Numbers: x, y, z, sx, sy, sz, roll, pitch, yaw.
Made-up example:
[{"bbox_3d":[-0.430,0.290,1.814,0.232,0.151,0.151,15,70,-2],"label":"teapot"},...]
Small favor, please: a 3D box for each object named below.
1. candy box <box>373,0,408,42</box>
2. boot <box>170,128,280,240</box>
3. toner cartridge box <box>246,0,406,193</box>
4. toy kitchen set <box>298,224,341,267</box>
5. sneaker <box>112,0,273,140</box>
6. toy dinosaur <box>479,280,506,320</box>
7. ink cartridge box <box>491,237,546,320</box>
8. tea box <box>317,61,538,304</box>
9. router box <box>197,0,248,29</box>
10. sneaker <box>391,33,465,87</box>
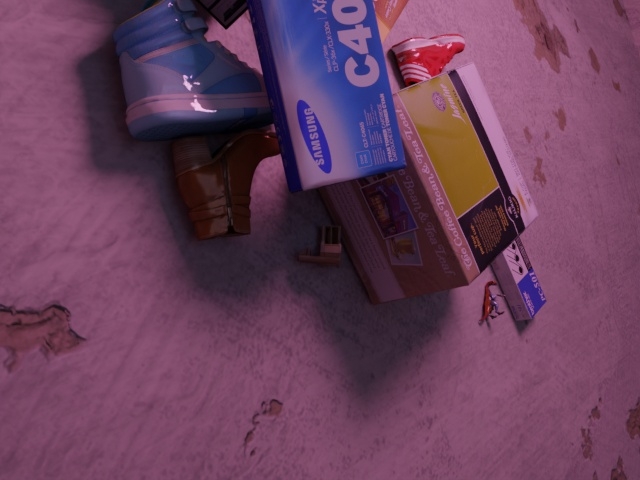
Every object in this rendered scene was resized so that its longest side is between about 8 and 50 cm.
[{"bbox_3d":[0.052,-0.457,1.143,0.183,0.088,0.316,44,55,-24],"label":"candy box"},{"bbox_3d":[-0.123,-0.083,0.889,0.197,0.073,0.152,-14,86,-32],"label":"boot"},{"bbox_3d":[0.003,-0.254,0.836,0.165,0.075,0.347,-15,96,-17],"label":"toner cartridge box"},{"bbox_3d":[0.000,0.000,0.983,0.068,0.083,0.075,2,71,0],"label":"toy kitchen set"},{"bbox_3d":[-0.156,-0.269,0.877,0.319,0.127,0.208,-17,90,-45],"label":"sneaker"},{"bbox_3d":[0.383,0.131,1.319,0.090,0.047,0.082,-5,62,-33],"label":"toy dinosaur"},{"bbox_3d":[0.465,0.077,1.405,0.097,0.046,0.207,-31,99,-43],"label":"ink cartridge box"},{"bbox_3d":[0.190,-0.108,1.084,0.324,0.220,0.328,-31,98,-45],"label":"tea box"},{"bbox_3d":[-0.175,-0.509,0.918,0.243,0.081,0.308,39,40,-28],"label":"router box"},{"bbox_3d":[0.256,-0.396,1.346,0.221,0.087,0.127,-17,98,-33],"label":"sneaker"}]
